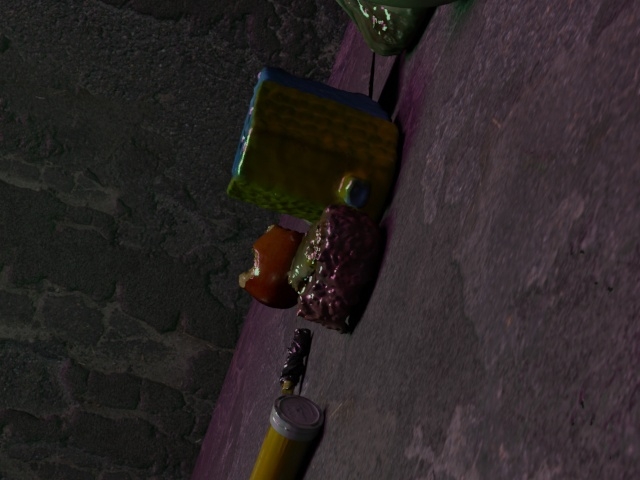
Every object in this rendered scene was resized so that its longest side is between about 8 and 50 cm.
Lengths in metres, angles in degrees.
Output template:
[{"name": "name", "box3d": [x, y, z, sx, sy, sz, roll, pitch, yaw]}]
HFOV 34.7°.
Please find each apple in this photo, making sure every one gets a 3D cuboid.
[{"name": "apple", "box3d": [-0.077, 0.052, 2.062, 0.158, 0.147, 0.156, -60, -25, 7]}]

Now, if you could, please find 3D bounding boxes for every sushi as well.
[{"name": "sushi", "box3d": [0.023, 0.017, 1.474, 0.241, 0.107, 0.161, -82, 16, -62]}]

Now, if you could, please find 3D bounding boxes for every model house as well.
[{"name": "model house", "box3d": [-0.009, -0.129, 1.590, 0.303, 0.237, 0.215, -104, 31, -75]}]

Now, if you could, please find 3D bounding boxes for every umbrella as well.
[{"name": "umbrella", "box3d": [-0.044, 0.209, 1.759, 0.040, 0.037, 0.144, -48, 17, 39]}]

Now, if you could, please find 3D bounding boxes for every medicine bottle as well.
[{"name": "medicine bottle", "box3d": [-0.063, 0.323, 1.441, 0.074, 0.074, 0.218, -84, 13, -64]}]

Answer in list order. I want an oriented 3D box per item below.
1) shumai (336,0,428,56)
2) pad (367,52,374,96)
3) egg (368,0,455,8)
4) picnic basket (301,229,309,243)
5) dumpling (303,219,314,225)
[{"name": "shumai", "box3d": [0.080, -0.496, 1.772, 0.304, 0.263, 0.309, -85, 16, -76]}, {"name": "pad", "box3d": [0.091, -0.252, 1.885, 0.267, 0.004, 0.181, -81, -6, -57]}, {"name": "egg", "box3d": [0.082, -0.476, 1.411, 0.278, 0.336, 0.278, -157, 90, -88]}, {"name": "picnic basket", "box3d": [0.000, 0.000, 1.861, 0.083, 0.072, 0.072, -94, 22, -52]}, {"name": "dumpling", "box3d": [0.014, -0.109, 1.930, 0.166, 0.126, 0.216, -45, -9, -2]}]
